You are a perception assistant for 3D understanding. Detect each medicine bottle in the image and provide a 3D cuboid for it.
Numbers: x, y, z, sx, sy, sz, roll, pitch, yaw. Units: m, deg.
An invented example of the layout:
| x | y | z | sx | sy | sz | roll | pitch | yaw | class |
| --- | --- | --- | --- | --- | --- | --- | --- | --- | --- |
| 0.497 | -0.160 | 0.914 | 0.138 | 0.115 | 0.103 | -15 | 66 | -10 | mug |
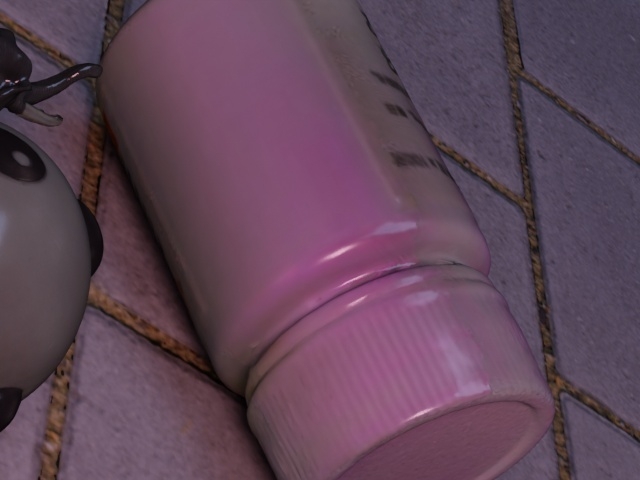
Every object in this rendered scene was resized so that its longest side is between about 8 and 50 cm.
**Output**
| x | y | z | sx | sy | sz | roll | pitch | yaw | class |
| --- | --- | --- | --- | --- | --- | --- | --- | --- | --- |
| 0.000 | 0.000 | 1.434 | 0.219 | 0.219 | 0.388 | 9 | 46 | -49 | medicine bottle |

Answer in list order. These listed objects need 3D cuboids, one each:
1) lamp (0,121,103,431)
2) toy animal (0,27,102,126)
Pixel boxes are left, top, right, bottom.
| x | y | z | sx | sy | sz | roll | pitch | yaw | class |
| --- | --- | --- | --- | --- | --- | --- | --- | --- | --- |
| -0.250 | 0.001 | 1.146 | 0.244 | 0.198 | 0.198 | 32 | 31 | -8 | lamp |
| -0.253 | -0.098 | 1.298 | 0.082 | 0.137 | 0.269 | 55 | 13 | 19 | toy animal |
